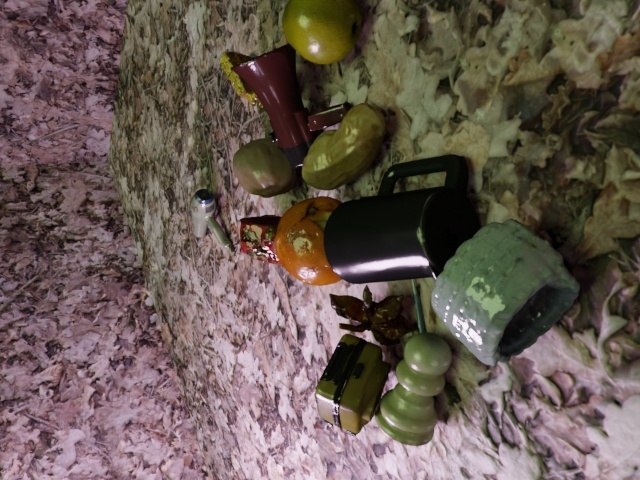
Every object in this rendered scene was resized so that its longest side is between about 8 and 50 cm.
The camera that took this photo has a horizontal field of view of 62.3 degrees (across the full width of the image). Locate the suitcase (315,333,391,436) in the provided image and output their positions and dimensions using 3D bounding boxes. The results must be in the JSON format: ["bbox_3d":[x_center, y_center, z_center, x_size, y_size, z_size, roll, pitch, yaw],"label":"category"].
[{"bbox_3d":[0.086,0.367,1.335,0.143,0.193,0.234,19,146,18],"label":"suitcase"}]

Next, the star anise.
[{"bbox_3d":[0.134,0.192,1.315,0.213,0.196,0.111,0,63,28],"label":"star anise"}]

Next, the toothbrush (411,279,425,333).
[{"bbox_3d":[0.234,0.149,1.268,0.019,0.016,0.219,-8,89,49],"label":"toothbrush"}]

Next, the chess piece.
[{"bbox_3d":[0.228,0.329,1.227,0.144,0.145,0.251,38,121,47],"label":"chess piece"}]

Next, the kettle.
[{"bbox_3d":[0.192,-0.028,1.175,0.203,0.262,0.308,52,149,-20],"label":"kettle"}]

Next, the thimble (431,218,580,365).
[{"bbox_3d":[0.325,0.094,0.940,0.172,0.205,0.250,51,131,37],"label":"thimble"}]

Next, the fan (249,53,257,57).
[{"bbox_3d":[-0.221,-0.556,1.807,0.113,0.005,0.175,-54,52,47],"label":"fan"}]

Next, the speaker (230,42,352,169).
[{"bbox_3d":[-0.057,-0.387,1.466,0.329,0.259,0.198,60,-164,-19],"label":"speaker"}]

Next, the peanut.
[{"bbox_3d":[0.060,-0.228,1.337,0.306,0.147,0.146,-28,73,52],"label":"peanut"}]

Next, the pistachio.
[{"bbox_3d":[-0.176,-0.239,1.676,0.197,0.166,0.288,-60,40,13],"label":"pistachio"}]

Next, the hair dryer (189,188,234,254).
[{"bbox_3d":[-0.477,-0.050,2.258,0.296,0.119,0.298,-26,88,62],"label":"hair dryer"}]

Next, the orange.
[{"bbox_3d":[0.000,0.000,1.387,0.240,0.240,0.239,19,113,54],"label":"orange"}]

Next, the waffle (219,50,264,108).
[{"bbox_3d":[-0.206,-0.496,1.663,0.055,0.161,0.210,-51,59,38],"label":"waffle"}]

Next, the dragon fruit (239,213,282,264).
[{"bbox_3d":[-0.155,0.002,1.677,0.282,0.211,0.146,-128,42,-78],"label":"dragon fruit"}]

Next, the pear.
[{"bbox_3d":[0.002,-0.533,1.308,0.198,0.198,0.198,19,113,54],"label":"pear"}]
